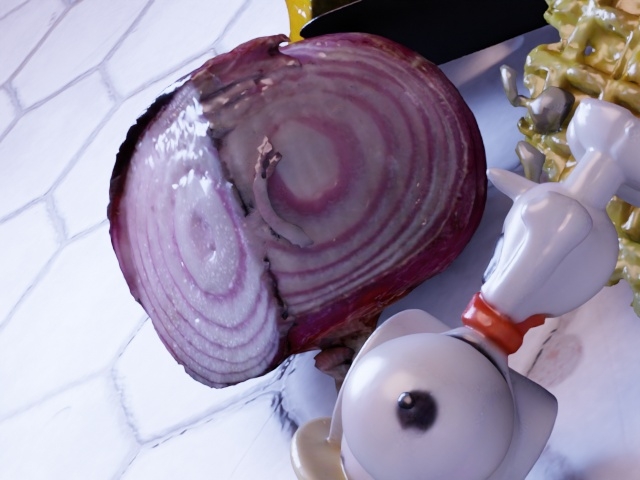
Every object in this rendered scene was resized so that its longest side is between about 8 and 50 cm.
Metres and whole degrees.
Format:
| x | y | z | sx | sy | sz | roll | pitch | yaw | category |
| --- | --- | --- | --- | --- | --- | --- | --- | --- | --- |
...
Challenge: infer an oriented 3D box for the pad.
| x | y | z | sx | sy | sz | roll | pitch | yaw | category |
| --- | --- | --- | --- | --- | --- | --- | --- | --- | --- |
| 0.097 | -0.166 | 1.265 | 0.181 | 0.004 | 0.267 | -20 | -8 | 14 | pad |

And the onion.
| x | y | z | sx | sy | sz | roll | pitch | yaw | category |
| --- | --- | --- | --- | --- | --- | --- | --- | --- | --- |
| -0.007 | -0.029 | 1.207 | 0.230 | 0.272 | 0.256 | -27 | 24 | -30 | onion |

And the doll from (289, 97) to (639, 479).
| x | y | z | sx | sy | sz | roll | pitch | yaw | category |
| --- | --- | --- | --- | --- | --- | --- | --- | --- | --- |
| 0.104 | 0.064 | 0.952 | 0.271 | 0.144 | 0.208 | -50 | -11 | -24 | doll |

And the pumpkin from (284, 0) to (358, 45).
| x | y | z | sx | sy | sz | roll | pitch | yaw | category |
| --- | --- | --- | --- | --- | --- | --- | --- | --- | --- |
| 0.009 | -0.169 | 1.422 | 0.258 | 0.095 | 0.290 | -43 | -3 | 40 | pumpkin |

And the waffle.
| x | y | z | sx | sy | sz | roll | pitch | yaw | category |
| --- | --- | --- | --- | --- | --- | --- | --- | --- | --- |
| 0.242 | -0.085 | 1.005 | 0.262 | 0.060 | 0.280 | -22 | 62 | 25 | waffle |
